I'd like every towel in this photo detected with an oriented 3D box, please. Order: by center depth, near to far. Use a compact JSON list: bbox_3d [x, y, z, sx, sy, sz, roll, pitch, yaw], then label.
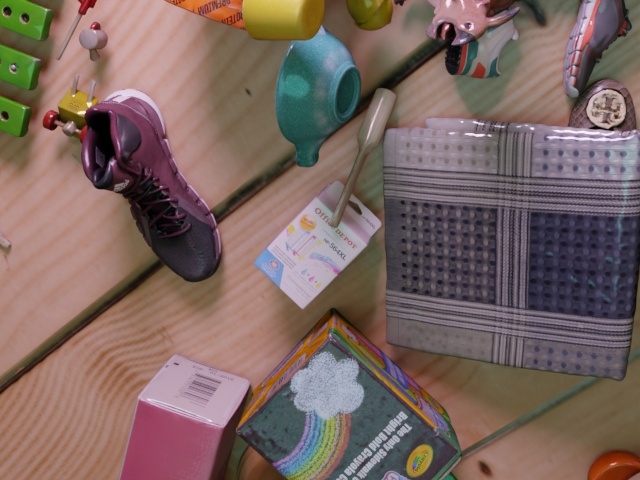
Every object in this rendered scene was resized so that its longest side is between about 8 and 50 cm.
[{"bbox_3d":[0.228,0.007,1.011,0.324,0.056,0.312,6,109,25],"label":"towel"}]

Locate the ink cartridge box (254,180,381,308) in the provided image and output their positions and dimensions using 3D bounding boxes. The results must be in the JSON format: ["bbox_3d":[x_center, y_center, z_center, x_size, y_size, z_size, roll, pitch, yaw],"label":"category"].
[{"bbox_3d":[0.000,0.000,1.058,0.092,0.090,0.143,43,109,-2],"label":"ink cartridge box"}]

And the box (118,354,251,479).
[{"bbox_3d":[-0.200,0.307,1.150,0.127,0.148,0.232,18,108,5],"label":"box"}]

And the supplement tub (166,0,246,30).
[{"bbox_3d":[-0.062,-0.413,0.896,0.207,0.207,0.338,21,107,5],"label":"supplement tub"}]

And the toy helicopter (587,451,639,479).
[{"bbox_3d":[0.539,0.347,1.028,0.355,0.140,0.235,-31,100,15],"label":"toy helicopter"}]

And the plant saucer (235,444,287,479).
[{"bbox_3d":[-0.032,0.372,1.195,0.200,0.037,0.200,3,105,11],"label":"plant saucer"}]

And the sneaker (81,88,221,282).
[{"bbox_3d":[-0.235,-0.055,1.050,0.106,0.162,0.281,-24,99,16],"label":"sneaker"}]

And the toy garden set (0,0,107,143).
[{"bbox_3d":[-0.371,-0.257,1.084,0.204,0.049,0.244,22,107,6],"label":"toy garden set"}]

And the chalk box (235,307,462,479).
[{"bbox_3d":[0.061,0.260,1.059,0.289,0.179,0.180,44,96,-3],"label":"chalk box"}]

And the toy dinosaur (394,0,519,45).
[{"bbox_3d":[0.157,-0.351,0.869,0.200,0.127,0.295,19,101,37],"label":"toy dinosaur"}]

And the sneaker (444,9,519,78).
[{"bbox_3d":[0.204,-0.273,0.971,0.075,0.057,0.161,9,102,-16],"label":"sneaker"}]

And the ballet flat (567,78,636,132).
[{"bbox_3d":[0.332,-0.071,0.991,0.084,0.058,0.249,12,107,9],"label":"ballet flat"}]

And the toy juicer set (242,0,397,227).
[{"bbox_3d":[0.011,-0.199,0.933,0.089,0.209,0.329,16,146,26],"label":"toy juicer set"}]

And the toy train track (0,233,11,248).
[{"bbox_3d":[-0.489,-0.021,1.188,0.048,0.014,0.083,-44,99,11],"label":"toy train track"}]

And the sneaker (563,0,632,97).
[{"bbox_3d":[0.331,-0.241,0.946,0.065,0.061,0.158,12,108,1],"label":"sneaker"}]
